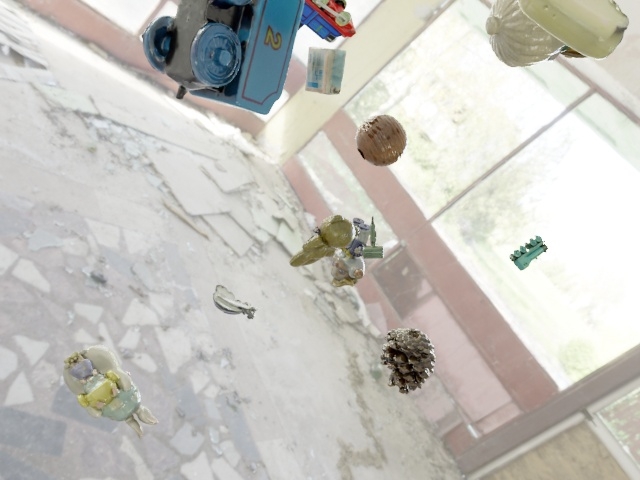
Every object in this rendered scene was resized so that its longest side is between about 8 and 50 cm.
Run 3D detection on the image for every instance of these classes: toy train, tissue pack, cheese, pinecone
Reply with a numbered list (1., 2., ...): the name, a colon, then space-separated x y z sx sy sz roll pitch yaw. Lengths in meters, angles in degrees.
1. toy train: 0.427 0.023 0.974 0.045 0.092 0.029 54 -19 17
2. toy train: -0.012 -0.576 1.199 0.204 0.131 0.082 20 49 -45
3. toy train: -0.172 -0.399 0.905 0.188 0.300 0.265 22 13 31
4. tissue pack: 0.009 -0.363 1.024 0.059 0.094 0.074 -12 28 -41
5. cheese: 0.302 -0.347 0.664 0.255 0.050 0.127 34 53 6
6. pinecone: 0.286 0.394 1.580 0.179 0.204 0.184 10 29 6

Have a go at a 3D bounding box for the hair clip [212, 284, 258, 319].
1. hair clip: -0.287 0.203 1.565 0.172 0.049 0.116 25 12 8

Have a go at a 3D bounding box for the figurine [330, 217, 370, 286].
1. figurine: 0.113 0.045 1.800 0.133 0.274 0.194 -5 13 -40

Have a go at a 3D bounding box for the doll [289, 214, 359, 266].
1. doll: 0.000 0.000 1.299 0.137 0.209 0.097 23 38 -55

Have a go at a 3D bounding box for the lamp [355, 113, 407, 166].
1. lamp: 0.156 -0.256 1.223 0.136 0.136 0.136 43 19 -18

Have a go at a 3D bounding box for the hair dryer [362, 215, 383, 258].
1. hair dryer: 0.179 -0.011 1.636 0.047 0.071 0.150 -54 142 -77

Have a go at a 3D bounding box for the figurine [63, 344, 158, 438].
1. figurine: -0.493 0.363 1.129 0.235 0.155 0.127 42 60 11

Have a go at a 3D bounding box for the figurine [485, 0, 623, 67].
1. figurine: 0.509 -0.463 1.055 0.332 0.204 0.185 -1 69 -43
